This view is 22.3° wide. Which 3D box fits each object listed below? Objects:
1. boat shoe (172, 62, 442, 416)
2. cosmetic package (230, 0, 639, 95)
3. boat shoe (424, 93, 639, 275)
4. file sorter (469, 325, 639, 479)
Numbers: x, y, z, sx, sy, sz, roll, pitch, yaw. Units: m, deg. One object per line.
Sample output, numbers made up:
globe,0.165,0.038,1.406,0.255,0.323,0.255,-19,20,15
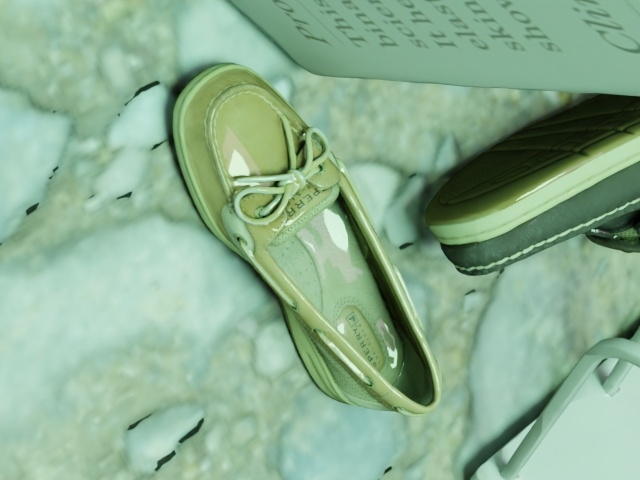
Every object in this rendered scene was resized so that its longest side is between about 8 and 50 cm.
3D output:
boat shoe,-0.001,0.002,0.604,0.056,0.048,0.153,-37,115,-24
cosmetic package,0.076,-0.255,0.410,0.329,0.393,0.327,40,75,-31
boat shoe,0.141,-0.029,0.676,0.223,0.080,0.073,-28,106,-32
file sorter,0.236,0.059,0.648,0.277,0.173,0.193,-36,72,-24
